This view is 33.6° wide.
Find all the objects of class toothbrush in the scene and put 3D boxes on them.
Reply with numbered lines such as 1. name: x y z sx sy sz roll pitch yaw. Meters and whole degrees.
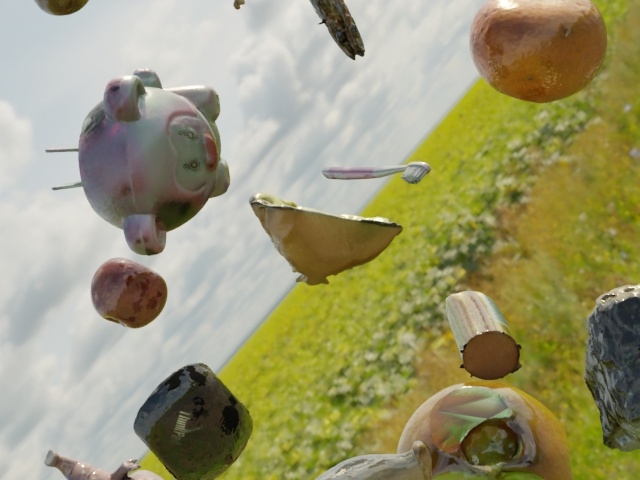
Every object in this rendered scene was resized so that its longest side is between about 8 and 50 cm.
1. toothbrush: 0.064 -0.087 1.379 0.025 0.020 0.286 -50 20 -14

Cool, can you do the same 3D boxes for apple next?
1. apple: -0.376 0.106 2.063 0.153 0.153 0.120 131 159 -69
2. apple: 0.324 0.451 1.997 0.374 0.384 0.374 -19 -46 -21

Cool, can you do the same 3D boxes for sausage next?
1. sausage: 0.332 0.184 2.270 0.125 0.117 0.317 -6 20 -2

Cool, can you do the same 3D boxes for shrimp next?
1. shrimp: -0.014 -0.412 1.712 0.058 0.296 0.169 -27 -1 -5

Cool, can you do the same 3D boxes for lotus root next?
1. lotus root: -0.467 -0.466 1.920 0.081 0.112 0.122 82 -172 -48

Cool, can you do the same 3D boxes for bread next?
1. bread: -0.007 0.006 1.736 0.174 0.252 0.133 -141 63 -76

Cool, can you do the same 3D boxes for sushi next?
1. sushi: 0.413 0.143 1.235 0.211 0.170 0.350 -14 -22 14

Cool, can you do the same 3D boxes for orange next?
1. orange: 0.351 -0.318 1.724 0.224 0.224 0.170 -48 -35 -53

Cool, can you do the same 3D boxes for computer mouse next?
1. computer mouse: -0.202 0.327 1.807 0.170 0.100 0.269 -42 -36 -12

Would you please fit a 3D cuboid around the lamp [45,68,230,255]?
1. lamp: -0.258 -0.125 1.533 0.301 0.247 0.247 -67 -26 -75

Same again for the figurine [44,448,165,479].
1. figurine: -0.394 0.497 2.048 0.186 0.287 0.176 39 -117 -75

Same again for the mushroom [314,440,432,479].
1. mushroom: 0.068 0.353 1.503 0.212 0.097 0.088 -15 -6 -22

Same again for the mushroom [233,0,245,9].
1. mushroom: -0.144 -0.625 2.220 0.028 0.026 0.286 -113 35 -67
